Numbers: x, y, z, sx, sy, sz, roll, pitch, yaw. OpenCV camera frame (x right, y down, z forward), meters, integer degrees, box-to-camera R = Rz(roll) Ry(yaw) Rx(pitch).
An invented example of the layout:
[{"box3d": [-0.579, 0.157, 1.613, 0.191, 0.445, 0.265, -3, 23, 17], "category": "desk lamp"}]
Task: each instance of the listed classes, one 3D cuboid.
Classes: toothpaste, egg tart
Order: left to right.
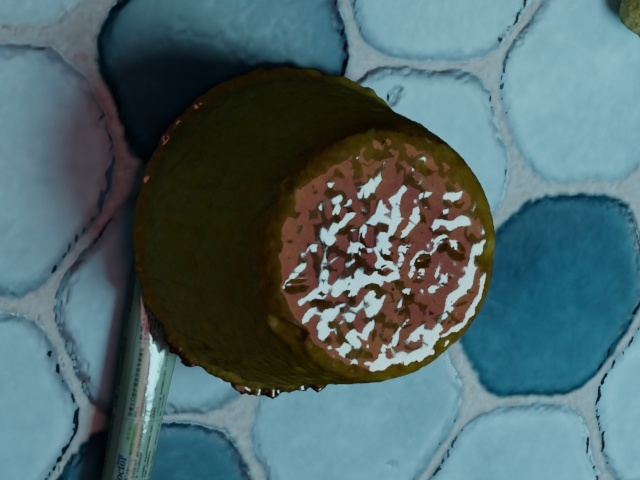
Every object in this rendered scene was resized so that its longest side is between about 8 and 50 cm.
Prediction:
[{"box3d": [-0.114, 0.093, 1.211, 0.048, 0.029, 0.197, 4, 103, -36], "category": "toothpaste"}, {"box3d": [0.000, 0.000, 1.157, 0.215, 0.171, 0.215, -3, 97, -22], "category": "egg tart"}]

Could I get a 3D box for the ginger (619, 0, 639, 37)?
[{"box3d": [0.312, -0.188, 1.334, 0.205, 0.081, 0.115, -4, 122, -31], "category": "ginger"}]
